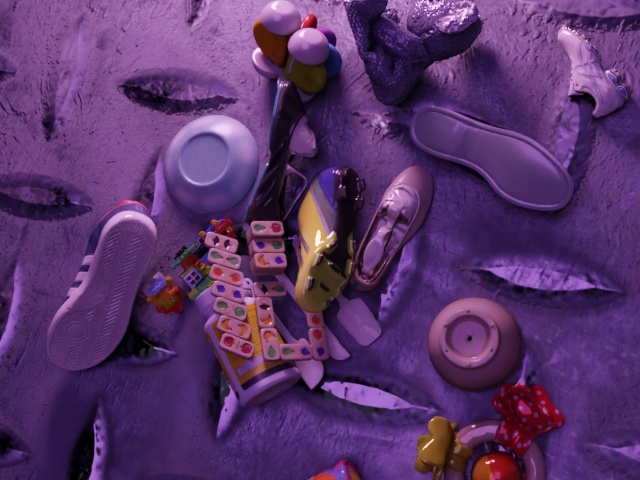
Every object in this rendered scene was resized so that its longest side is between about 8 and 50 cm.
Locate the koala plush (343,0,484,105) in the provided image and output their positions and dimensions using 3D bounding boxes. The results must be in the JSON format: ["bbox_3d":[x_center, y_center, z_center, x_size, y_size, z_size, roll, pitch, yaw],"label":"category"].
[{"bbox_3d":[0.179,-0.358,1.687,0.221,0.196,0.203,-17,86,11],"label":"koala plush"}]

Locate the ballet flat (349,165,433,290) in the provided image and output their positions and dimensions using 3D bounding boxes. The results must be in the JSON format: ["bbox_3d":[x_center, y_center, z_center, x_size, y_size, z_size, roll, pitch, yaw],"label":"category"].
[{"bbox_3d":[0.123,-0.024,1.678,0.086,0.086,0.249,26,86,18],"label":"ballet flat"}]

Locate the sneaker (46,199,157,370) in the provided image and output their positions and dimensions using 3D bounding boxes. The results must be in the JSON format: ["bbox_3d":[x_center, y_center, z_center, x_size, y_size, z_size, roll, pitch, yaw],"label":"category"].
[{"bbox_3d":[-0.400,0.080,1.788,0.131,0.148,0.350,26,109,-21],"label":"sneaker"}]

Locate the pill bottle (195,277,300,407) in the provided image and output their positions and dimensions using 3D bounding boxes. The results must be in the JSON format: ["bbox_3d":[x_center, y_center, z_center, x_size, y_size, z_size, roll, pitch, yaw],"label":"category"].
[{"bbox_3d":[-0.131,0.175,1.685,0.119,0.119,0.209,-31,73,7],"label":"pill bottle"}]

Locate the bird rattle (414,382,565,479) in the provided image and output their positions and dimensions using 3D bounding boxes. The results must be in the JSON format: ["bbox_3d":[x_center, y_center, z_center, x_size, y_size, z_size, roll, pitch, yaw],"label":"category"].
[{"bbox_3d":[0.281,0.349,1.563,0.253,0.143,0.207,-19,86,-3],"label":"bird rattle"}]

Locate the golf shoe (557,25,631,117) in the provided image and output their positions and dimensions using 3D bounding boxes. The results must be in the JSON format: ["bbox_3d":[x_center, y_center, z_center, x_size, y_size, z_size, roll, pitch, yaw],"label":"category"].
[{"bbox_3d":[0.451,-0.289,1.656,0.086,0.069,0.176,-39,71,11],"label":"golf shoe"}]

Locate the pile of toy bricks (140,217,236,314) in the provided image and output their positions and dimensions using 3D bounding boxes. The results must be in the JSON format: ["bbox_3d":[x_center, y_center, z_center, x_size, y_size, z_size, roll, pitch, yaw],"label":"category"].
[{"bbox_3d":[-0.214,0.063,1.751,0.212,0.118,0.105,-45,107,-8],"label":"pile of toy bricks"}]

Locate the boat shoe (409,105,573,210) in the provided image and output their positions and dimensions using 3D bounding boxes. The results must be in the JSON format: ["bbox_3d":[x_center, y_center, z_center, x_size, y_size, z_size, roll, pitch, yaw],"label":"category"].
[{"bbox_3d":[0.300,-0.149,1.651,0.302,0.091,0.114,34,108,17],"label":"boat shoe"}]

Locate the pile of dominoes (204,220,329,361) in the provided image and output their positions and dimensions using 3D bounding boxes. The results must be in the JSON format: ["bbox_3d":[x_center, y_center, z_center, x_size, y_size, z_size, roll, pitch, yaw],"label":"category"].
[{"bbox_3d":[-0.090,0.086,1.653,0.195,0.040,0.251,0,62,-20],"label":"pile of dominoes"}]

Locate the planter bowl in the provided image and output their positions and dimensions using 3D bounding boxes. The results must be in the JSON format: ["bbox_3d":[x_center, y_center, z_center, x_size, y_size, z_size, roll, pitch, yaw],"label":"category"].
[{"bbox_3d":[0.250,0.167,1.590,0.162,0.109,0.162,-3,78,15],"label":"planter bowl"}]

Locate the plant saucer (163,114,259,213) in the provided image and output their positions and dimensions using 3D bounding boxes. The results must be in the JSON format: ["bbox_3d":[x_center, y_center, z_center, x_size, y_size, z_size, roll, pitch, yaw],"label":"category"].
[{"bbox_3d":[-0.213,-0.149,1.818,0.194,0.037,0.195,-3,78,14],"label":"plant saucer"}]

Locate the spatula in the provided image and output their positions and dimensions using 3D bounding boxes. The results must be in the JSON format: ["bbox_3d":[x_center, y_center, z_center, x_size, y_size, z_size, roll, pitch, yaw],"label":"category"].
[{"bbox_3d":[-0.021,0.121,1.723,0.168,0.019,0.242,-40,68,5],"label":"spatula"}]

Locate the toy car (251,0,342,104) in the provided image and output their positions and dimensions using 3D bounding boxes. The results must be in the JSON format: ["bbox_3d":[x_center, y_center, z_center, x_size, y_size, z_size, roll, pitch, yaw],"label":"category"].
[{"bbox_3d":[-0.034,-0.354,1.771,0.136,0.159,0.182,-30,68,-31],"label":"toy car"}]

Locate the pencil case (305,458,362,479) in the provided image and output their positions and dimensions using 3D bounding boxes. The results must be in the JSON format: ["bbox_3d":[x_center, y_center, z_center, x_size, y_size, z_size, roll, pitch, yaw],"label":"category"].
[{"bbox_3d":[-0.028,0.460,1.611,0.236,0.104,0.104,-29,73,9],"label":"pencil case"}]

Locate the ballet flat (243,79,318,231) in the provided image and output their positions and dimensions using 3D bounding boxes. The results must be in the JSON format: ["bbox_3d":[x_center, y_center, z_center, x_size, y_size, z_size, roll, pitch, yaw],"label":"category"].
[{"bbox_3d":[-0.058,-0.144,1.736,0.096,0.095,0.281,17,103,7],"label":"ballet flat"}]

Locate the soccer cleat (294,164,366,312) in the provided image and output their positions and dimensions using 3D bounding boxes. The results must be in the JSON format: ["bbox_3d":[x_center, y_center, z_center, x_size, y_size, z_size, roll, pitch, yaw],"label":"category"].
[{"bbox_3d":[0.001,0.000,1.677,0.121,0.093,0.289,-14,52,42],"label":"soccer cleat"}]
